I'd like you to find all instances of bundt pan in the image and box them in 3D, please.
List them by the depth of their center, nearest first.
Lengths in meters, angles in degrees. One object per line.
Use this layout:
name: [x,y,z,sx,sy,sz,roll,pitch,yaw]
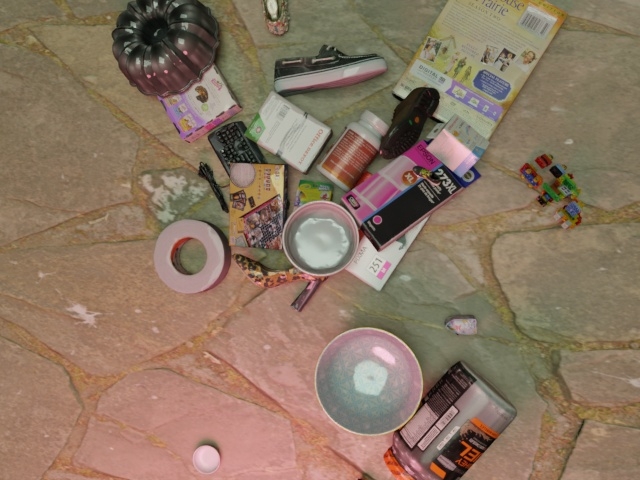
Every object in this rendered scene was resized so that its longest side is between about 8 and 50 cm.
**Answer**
bundt pan: [-0.465,-0.590,1.834,0.330,0.124,0.331,-4,76,16]

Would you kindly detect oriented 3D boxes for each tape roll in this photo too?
tape roll: [-0.378,0.046,1.869,0.219,0.072,0.219,0,89,8]

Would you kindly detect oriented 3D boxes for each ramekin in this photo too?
ramekin: [0.000,0.000,1.731,0.207,0.109,0.207,0,82,-1]

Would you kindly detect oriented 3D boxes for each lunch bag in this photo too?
lunch bag: [0.385,0.233,1.743,0.083,0.071,0.053,1,93,7]

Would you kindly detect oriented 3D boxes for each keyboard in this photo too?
keyboard: [-0.247,-0.183,1.875,0.201,0.033,0.317,-32,83,7]

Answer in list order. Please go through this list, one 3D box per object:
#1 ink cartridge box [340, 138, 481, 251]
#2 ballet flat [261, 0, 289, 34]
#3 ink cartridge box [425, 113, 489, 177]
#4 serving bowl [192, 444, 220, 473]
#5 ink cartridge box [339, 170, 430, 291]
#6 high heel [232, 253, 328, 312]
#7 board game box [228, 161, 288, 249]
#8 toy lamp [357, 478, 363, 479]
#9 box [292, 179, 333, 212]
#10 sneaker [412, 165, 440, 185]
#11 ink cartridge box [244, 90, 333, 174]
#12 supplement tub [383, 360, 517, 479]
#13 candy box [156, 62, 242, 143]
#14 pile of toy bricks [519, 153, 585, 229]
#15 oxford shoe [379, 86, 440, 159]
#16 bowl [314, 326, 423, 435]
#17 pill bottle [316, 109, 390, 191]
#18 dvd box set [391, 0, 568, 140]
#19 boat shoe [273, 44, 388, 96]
ink cartridge box: [0.252,-0.145,1.729,0.370,0.069,0.176,-35,79,-10]
ballet flat: [-0.138,-0.725,1.848,0.091,0.077,0.241,-13,86,9]
ink cartridge box: [0.364,-0.262,1.707,0.143,0.092,0.090,40,139,-1]
serving bowl: [-0.333,0.644,1.868,0.083,0.027,0.084,0,89,10]
ink cartridge box: [0.145,-0.034,1.795,0.238,0.060,0.275,34,94,7]
high heel: [-0.106,0.062,1.810,0.261,0.093,0.186,35,99,-6]
board game box: [-0.179,-0.100,1.820,0.164,0.042,0.244,5,99,12]
toy lamp: [0.237,0.708,1.753,0.274,0.080,0.080,4,89,10]
box: [-0.027,-0.082,1.825,0.105,0.043,0.179,10,86,10]
sneaker: [0.286,-0.179,1.685,0.083,0.035,0.031,28,77,6]
ink cartridge box: [-0.088,-0.306,1.819,0.208,0.087,0.153,34,94,5]
supplement tub: [0.336,0.505,1.675,0.207,0.207,0.338,41,96,8]
candy box: [-0.358,-0.412,1.878,0.196,0.070,0.165,-31,84,8]
pile of toy bricks: [0.651,-0.147,1.706,0.105,0.118,0.212,-25,70,-31]
oxford shoe: [0.229,-0.319,1.725,0.082,0.096,0.227,38,89,-35]
bowl: [0.136,0.374,1.735,0.289,0.156,0.290,0,88,9]
pill bottle: [0.096,-0.253,1.776,0.121,0.121,0.216,38,95,8]
dvd box set: [0.436,-0.512,1.758,0.307,0.062,0.421,32,94,9]
boat shoe: [0.020,-0.498,1.793,0.334,0.121,0.119,-7,92,11]
